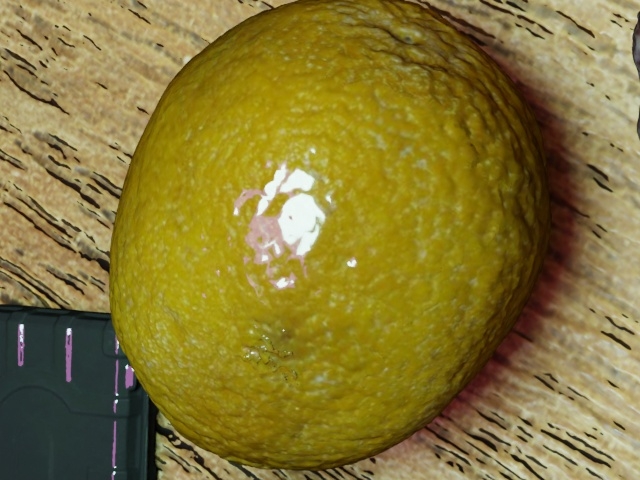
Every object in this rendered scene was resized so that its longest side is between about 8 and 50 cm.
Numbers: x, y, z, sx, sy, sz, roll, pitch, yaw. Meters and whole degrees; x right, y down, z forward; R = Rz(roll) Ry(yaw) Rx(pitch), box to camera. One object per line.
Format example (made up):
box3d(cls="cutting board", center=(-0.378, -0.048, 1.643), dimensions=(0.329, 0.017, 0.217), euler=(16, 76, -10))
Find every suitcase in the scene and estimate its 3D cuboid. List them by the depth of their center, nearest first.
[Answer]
box3d(cls="suitcase", center=(-0.243, 0.204, 1.433), dimensions=(0.206, 0.066, 0.286), euler=(3, 92, 29))

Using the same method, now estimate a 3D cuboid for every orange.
box3d(cls="orange", center=(0.000, 0.000, 1.164), dimensions=(0.322, 0.322, 0.357), euler=(42, 120, 22))

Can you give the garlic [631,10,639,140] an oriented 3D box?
box3d(cls="garlic", center=(0.319, -0.106, 1.067), dimensions=(0.245, 0.160, 0.245), euler=(7, 104, 30))
